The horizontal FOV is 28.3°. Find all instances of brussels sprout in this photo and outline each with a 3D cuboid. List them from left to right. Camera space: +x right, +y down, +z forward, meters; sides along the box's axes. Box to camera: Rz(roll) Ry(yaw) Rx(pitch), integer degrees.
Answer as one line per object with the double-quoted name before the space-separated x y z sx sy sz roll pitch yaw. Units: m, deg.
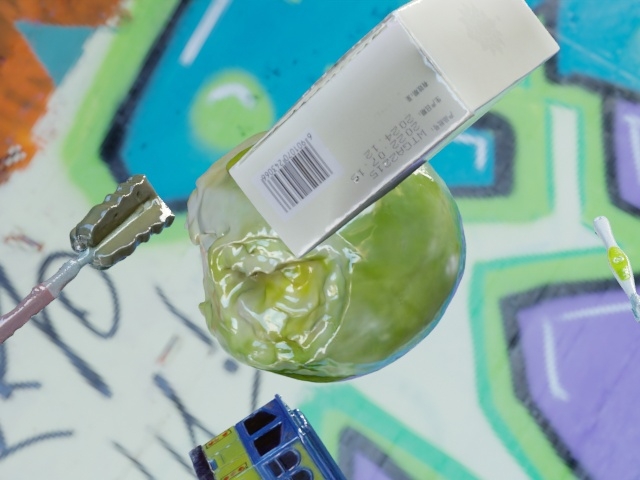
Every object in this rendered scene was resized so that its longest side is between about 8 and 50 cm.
"brussels sprout" 0.000 0.000 1.435 0.344 0.344 0.268 -53 -31 -39

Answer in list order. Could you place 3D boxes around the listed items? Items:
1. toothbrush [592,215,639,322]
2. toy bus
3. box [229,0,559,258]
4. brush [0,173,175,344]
"toothbrush" 0.333 0.028 1.412 0.022 0.026 0.263 -20 19 10
"toy bus" -0.035 0.372 1.706 0.175 0.288 0.138 -33 23 -5
"box" 0.058 -0.100 0.978 0.212 0.095 0.168 -40 -4 39
"brush" -0.303 0.028 1.581 0.301 0.084 0.071 -44 5 -33
